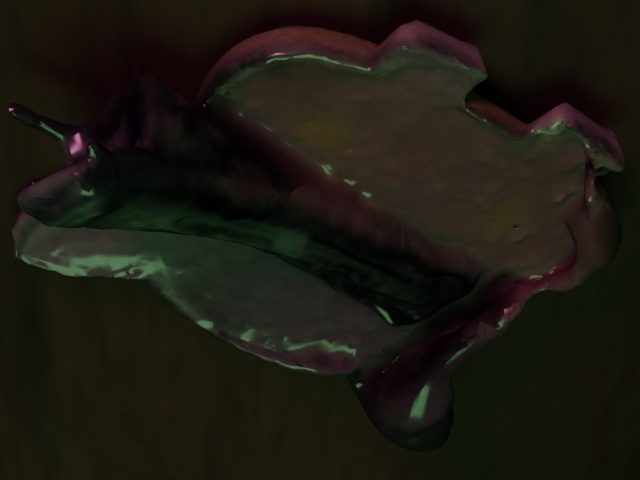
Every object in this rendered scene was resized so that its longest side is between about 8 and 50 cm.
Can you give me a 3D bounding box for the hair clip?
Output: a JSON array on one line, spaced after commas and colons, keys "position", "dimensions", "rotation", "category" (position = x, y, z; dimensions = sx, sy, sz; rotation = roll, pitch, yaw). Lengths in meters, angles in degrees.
[{"position": [-0.001, -0.007, 0.567], "dimensions": [0.187, 0.056, 0.146], "rotation": [18, 138, -35], "category": "hair clip"}]
